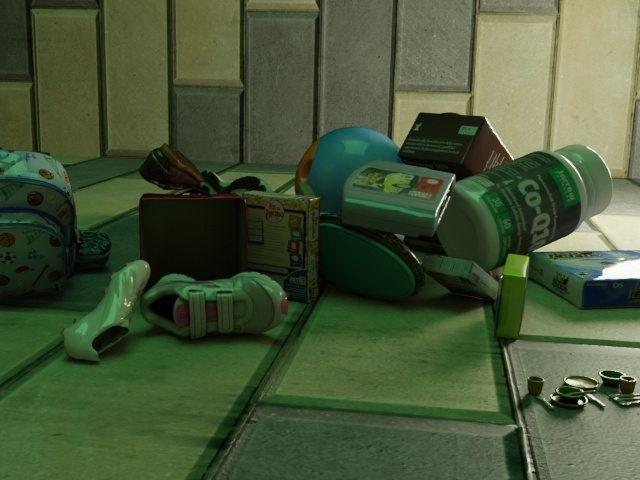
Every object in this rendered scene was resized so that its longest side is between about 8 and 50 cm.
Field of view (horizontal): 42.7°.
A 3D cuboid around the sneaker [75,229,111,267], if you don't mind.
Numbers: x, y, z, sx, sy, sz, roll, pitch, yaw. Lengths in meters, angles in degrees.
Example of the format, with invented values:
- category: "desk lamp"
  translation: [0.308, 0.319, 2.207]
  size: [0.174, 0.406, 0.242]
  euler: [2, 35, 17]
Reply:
- category: "sneaker"
  translation: [-0.540, 0.025, 1.697]
  size: [0.211, 0.080, 0.081]
  euler: [5, -32, -5]

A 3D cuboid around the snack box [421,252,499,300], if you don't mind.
- category: "snack box"
  translation: [0.261, 0.069, 1.515]
  size: [0.100, 0.037, 0.141]
  euler: [12, -13, 37]

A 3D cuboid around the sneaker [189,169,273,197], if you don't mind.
- category: "sneaker"
  translation: [-0.222, -0.076, 2.188]
  size: [0.182, 0.158, 0.410]
  euler: [32, -11, -37]

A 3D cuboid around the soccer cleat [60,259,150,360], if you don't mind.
- category: "soccer cleat"
  translation: [-0.306, 0.108, 1.235]
  size: [0.076, 0.068, 0.196]
  euler: [18, 48, 20]

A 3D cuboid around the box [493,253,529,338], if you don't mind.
- category: "box"
  translation: [0.322, 0.093, 1.376]
  size: [0.043, 0.108, 0.178]
  euler: [7, 13, 16]

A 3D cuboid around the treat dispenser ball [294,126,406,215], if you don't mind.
- category: "treat dispenser ball"
  translation: [0.081, -0.134, 2.000]
  size: [0.288, 0.288, 0.288]
  euler: [1, 12, 0]

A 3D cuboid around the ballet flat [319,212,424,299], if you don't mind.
- category: "ballet flat"
  translation: [0.000, 0.000, 1.616]
  size: [0.483, 0.164, 0.182]
  euler: [5, 32, 28]

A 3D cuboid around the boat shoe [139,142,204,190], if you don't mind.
- category: "boat shoe"
  translation: [-0.275, -0.127, 1.504]
  size: [0.073, 0.073, 0.207]
  euler: [-41, -11, 3]

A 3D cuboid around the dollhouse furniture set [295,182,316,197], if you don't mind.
- category: "dollhouse furniture set"
  translation: [0.001, -0.035, 1.813]
  size: [0.123, 0.151, 0.144]
  euler: [7, 25, -17]

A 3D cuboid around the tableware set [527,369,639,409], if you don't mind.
- category: "tableware set"
  translation: [0.354, 0.194, 1.102]
  size: [0.154, 0.024, 0.104]
  euler: [-1, 12, -11]

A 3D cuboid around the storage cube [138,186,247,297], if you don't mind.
- category: "storage cube"
  translation: [-0.233, 0.008, 1.489]
  size: [0.184, 0.214, 0.193]
  euler: [-2, 6, -11]

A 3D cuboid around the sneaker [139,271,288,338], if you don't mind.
- category: "sneaker"
  translation: [-0.175, 0.110, 1.290]
  size: [0.252, 0.102, 0.111]
  euler: [-3, 11, 21]

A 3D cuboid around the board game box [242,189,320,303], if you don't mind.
- category: "board game box"
  translation: [-0.075, 0.010, 1.525]
  size: [0.147, 0.193, 0.045]
  euler: [8, 14, 27]

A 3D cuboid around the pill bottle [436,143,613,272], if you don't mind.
- category: "pill bottle"
  translation: [0.444, -0.078, 1.787]
  size: [0.361, 0.204, 0.204]
  euler: [-22, 21, -23]

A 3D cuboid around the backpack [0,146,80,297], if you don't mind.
- category: "backpack"
  translation: [-0.564, -0.031, 1.481]
  size: [0.277, 0.263, 0.213]
  euler: [-7, 38, -25]

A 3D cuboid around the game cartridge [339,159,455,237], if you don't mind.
- category: "game cartridge"
  translation: [0.145, -0.088, 1.573]
  size: [0.196, 0.060, 0.294]
  euler: [7, 22, 14]

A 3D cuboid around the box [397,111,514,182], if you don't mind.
- category: "box"
  translation: [0.373, -0.143, 1.979]
  size: [0.191, 0.143, 0.381]
  euler: [13, -23, 45]

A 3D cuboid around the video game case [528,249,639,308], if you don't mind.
- category: "video game case"
  translation: [0.587, 0.071, 1.632]
  size: [0.270, 0.061, 0.244]
  euler: [-1, 11, -10]

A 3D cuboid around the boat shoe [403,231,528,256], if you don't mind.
- category: "boat shoe"
  translation: [0.339, -0.019, 1.923]
  size: [0.308, 0.104, 0.111]
  euler: [8, 12, 23]
